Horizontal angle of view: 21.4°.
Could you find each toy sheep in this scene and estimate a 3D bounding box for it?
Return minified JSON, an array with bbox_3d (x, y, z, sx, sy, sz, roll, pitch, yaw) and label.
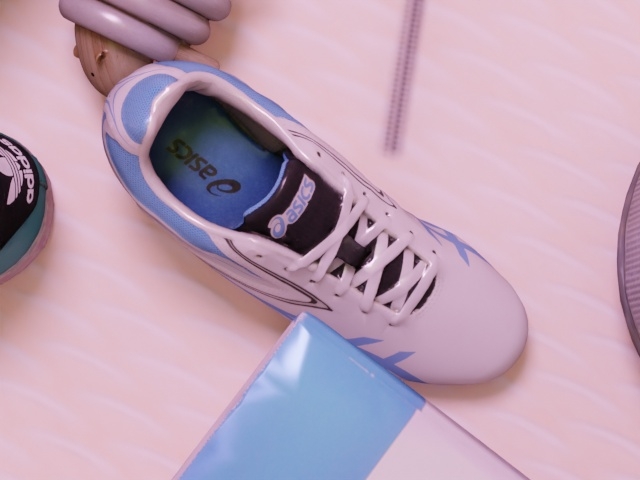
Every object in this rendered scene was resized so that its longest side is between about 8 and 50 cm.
[{"bbox_3d":[-0.078,-0.130,0.816,0.091,0.091,0.132,23,89,0],"label":"toy sheep"}]

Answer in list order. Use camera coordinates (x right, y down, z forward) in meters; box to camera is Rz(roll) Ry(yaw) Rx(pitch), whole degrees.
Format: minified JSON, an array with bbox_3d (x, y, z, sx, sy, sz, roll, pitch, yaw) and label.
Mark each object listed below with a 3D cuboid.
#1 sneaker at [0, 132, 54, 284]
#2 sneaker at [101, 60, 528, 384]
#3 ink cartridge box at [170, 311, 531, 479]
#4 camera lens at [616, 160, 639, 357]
[{"bbox_3d":[-0.270,0.021,0.774,0.302,0.121,0.108,-26,86,-4],"label":"sneaker"},{"bbox_3d":[0.000,0.000,0.794,0.237,0.086,0.085,33,90,-14],"label":"sneaker"},{"bbox_3d":[0.038,0.192,0.732,0.270,0.198,0.197,37,84,2],"label":"ink cartridge box"},{"bbox_3d":[0.256,0.001,0.720,0.219,0.274,0.219,0,84,-2],"label":"camera lens"}]
